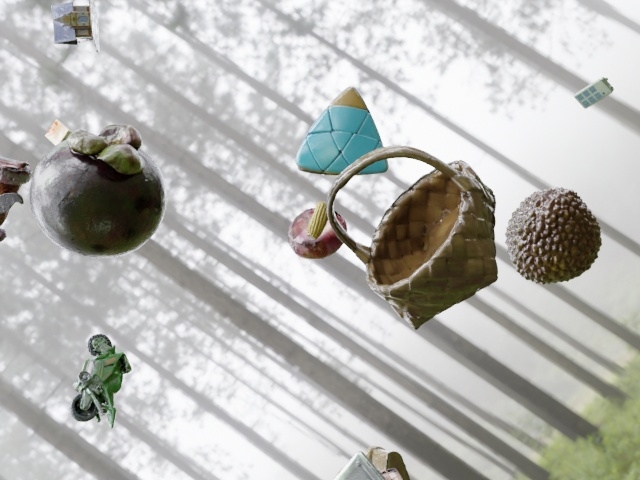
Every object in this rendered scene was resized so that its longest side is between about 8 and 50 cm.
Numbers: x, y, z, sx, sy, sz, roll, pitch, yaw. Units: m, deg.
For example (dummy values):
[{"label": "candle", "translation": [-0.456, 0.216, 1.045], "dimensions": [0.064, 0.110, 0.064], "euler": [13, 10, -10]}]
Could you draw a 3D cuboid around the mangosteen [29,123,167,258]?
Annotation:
[{"label": "mangosteen", "translation": [-0.447, -0.103, 1.770], "dimensions": [0.288, 0.288, 0.288], "euler": [-54, -9, -13]}]

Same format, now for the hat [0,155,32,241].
[{"label": "hat", "translation": [-0.796, -0.107, 2.145], "dimensions": [0.129, 0.140, 0.227], "euler": [-131, 52, -73]}]

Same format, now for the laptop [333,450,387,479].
[{"label": "laptop", "translation": [0.107, 0.592, 1.774], "dimensions": [0.187, 0.269, 0.015], "euler": [-52, -30, 14]}]

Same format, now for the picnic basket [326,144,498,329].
[{"label": "picnic basket", "translation": [0.170, -0.048, 1.689], "dimensions": [0.293, 0.337, 0.337], "euler": [-37, 2, 31]}]

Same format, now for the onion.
[{"label": "onion", "translation": [0.000, 0.000, 2.132], "dimensions": [0.150, 0.150, 0.140], "euler": [-51, -36, -26]}]

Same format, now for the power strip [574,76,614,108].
[{"label": "power strip", "translation": [0.585, -0.316, 1.857], "dimensions": [0.016, 0.040, 0.090], "euler": [-51, 10, -35]}]

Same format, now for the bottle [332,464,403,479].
[{"label": "bottle", "translation": [0.083, 0.645, 1.986], "dimensions": [0.173, 0.206, 0.296], "euler": [-121, 38, -51]}]

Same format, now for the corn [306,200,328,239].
[{"label": "corn", "translation": [-0.004, -0.042, 1.821], "dimensions": [0.037, 0.037, 0.092], "euler": [107, -174, -61]}]

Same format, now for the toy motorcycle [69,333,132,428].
[{"label": "toy motorcycle", "translation": [-0.449, 0.287, 1.790], "dimensions": [0.074, 0.106, 0.190], "euler": [133, 150, -56]}]

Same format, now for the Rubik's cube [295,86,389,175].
[{"label": "Rubik's cube", "translation": [0.090, -0.271, 2.242], "dimensions": [0.254, 0.254, 0.254], "euler": [-54, -9, -13]}]

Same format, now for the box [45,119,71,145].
[{"label": "box", "translation": [-0.730, -0.297, 2.416], "dimensions": [0.015, 0.093, 0.058], "euler": [31, -86, -46]}]

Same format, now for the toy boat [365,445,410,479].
[{"label": "toy boat", "translation": [0.176, 0.615, 2.276], "dimensions": [0.116, 0.061, 0.188], "euler": [-54, -49, -45]}]

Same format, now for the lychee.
[{"label": "lychee", "translation": [0.567, -0.014, 2.124], "dimensions": [0.236, 0.236, 0.271], "euler": [-53, -39, -20]}]

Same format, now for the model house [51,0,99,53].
[{"label": "model house", "translation": [-0.539, -0.478, 1.904], "dimensions": [0.167, 0.088, 0.117], "euler": [176, 89, -81]}]
